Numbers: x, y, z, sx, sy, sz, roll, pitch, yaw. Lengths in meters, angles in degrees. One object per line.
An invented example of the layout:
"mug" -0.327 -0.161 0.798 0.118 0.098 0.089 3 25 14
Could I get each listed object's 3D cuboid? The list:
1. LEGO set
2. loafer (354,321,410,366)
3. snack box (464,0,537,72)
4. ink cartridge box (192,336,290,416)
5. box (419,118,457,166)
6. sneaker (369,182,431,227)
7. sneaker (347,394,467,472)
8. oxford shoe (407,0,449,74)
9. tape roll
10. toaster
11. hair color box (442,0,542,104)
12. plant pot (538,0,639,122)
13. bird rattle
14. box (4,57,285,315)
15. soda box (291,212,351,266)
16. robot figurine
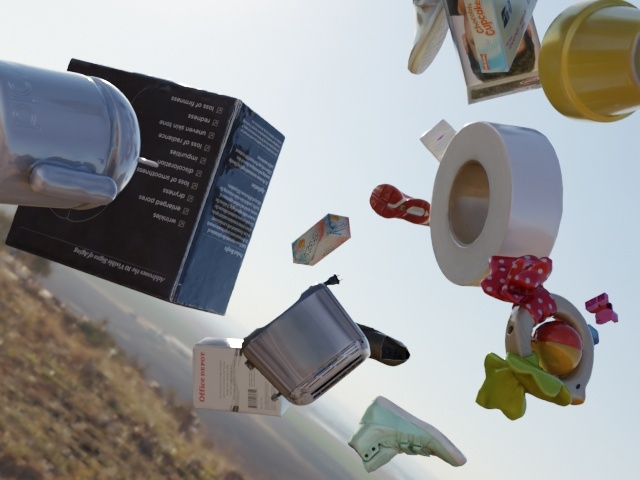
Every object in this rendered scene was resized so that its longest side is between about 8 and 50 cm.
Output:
"LEGO set" 0.493 0.205 1.897 0.093 0.087 0.227 37 -50 -24
"loafer" 0.113 0.228 2.187 0.220 0.080 0.078 17 -15 -25
"snack box" 0.363 -0.497 1.880 0.060 0.322 0.187 4 -42 29
"ink cartridge box" -0.172 0.297 2.133 0.203 0.148 0.086 4 10 13
"box" 0.292 -0.143 1.996 0.063 0.067 0.324 51 6 30
"sneaker" 0.226 -0.069 2.392 0.128 0.087 0.221 23 5 -41
"sneaker" 0.173 0.438 1.994 0.256 0.151 0.094 24 -18 41
"oxford shoe" 0.291 -0.628 2.476 0.130 0.449 0.169 19 -12 7
"tape roll" 0.291 -0.059 1.647 0.100 0.286 0.286 5 5 -20
"toaster" -0.014 0.181 1.681 0.146 0.227 0.129 50 -8 17
"hair color box" 0.393 -0.524 2.264 0.113 0.186 0.374 56 22 -73
"plant pot" 0.606 -0.358 1.930 0.254 0.254 0.239 41 -9 -23
"bird rattle" 0.323 0.146 1.449 0.207 0.253 0.143 24 -34 -29
"box" -0.406 -0.123 2.284 0.480 0.471 0.297 17 -6 22
"soda box" 0.000 0.000 2.337 0.063 0.058 0.183 10 -29 -29
"robot figurine" -0.405 -0.147 1.382 0.354 0.199 0.300 3 37 -48
